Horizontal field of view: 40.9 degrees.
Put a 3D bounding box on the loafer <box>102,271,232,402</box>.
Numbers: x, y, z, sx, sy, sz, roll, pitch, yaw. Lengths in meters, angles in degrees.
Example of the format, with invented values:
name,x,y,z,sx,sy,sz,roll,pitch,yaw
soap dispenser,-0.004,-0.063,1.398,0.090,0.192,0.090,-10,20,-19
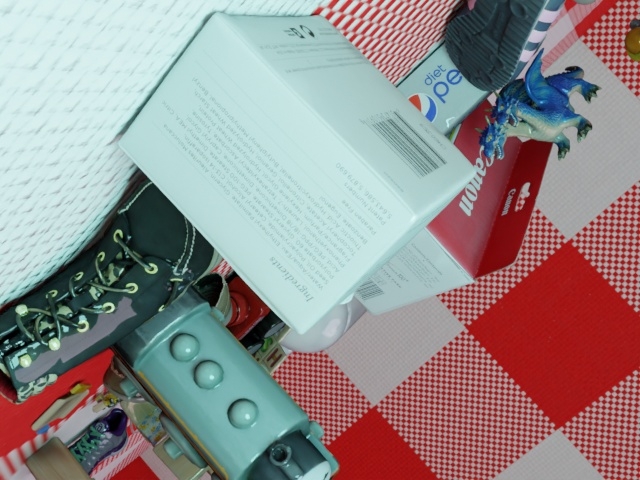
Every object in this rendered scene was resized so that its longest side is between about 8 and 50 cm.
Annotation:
name,x,y,z,sx,sy,sz,roll,pitch,yaw
loafer,-0.206,0.121,1.175,0.251,0.094,0.087,-50,158,-49

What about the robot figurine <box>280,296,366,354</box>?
name,x,y,z,sx,sy,sz,roll,pitch,yaw
robot figurine,-0.005,0.121,1.880,0.353,0.200,0.300,-35,154,-61

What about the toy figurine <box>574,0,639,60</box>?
name,x,y,z,sx,sy,sz,roll,pitch,yaw
toy figurine,0.545,-0.435,1.446,0.148,0.209,0.213,-35,172,-14

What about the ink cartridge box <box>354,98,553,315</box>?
name,x,y,z,sx,sy,sz,roll,pitch,yaw
ink cartridge box,0.180,-0.070,1.269,0.272,0.130,0.309,-24,-150,44

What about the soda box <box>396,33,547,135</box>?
name,x,y,z,sx,sy,sz,roll,pitch,yaw
soda box,0.173,-0.207,1.190,0.286,0.091,0.098,-43,175,4

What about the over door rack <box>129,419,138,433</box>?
name,x,y,z,sx,sy,sz,roll,pitch,yaw
over door rack,-0.282,0.299,1.933,0.324,0.108,0.239,-24,166,-26

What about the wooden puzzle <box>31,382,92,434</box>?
name,x,y,z,sx,sy,sz,roll,pitch,yaw
wooden puzzle,-0.370,0.238,1.222,0.116,0.014,0.078,-43,170,7

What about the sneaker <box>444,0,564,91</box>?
name,x,y,z,sx,sy,sz,roll,pitch,yaw
sneaker,0.239,-0.279,0.992,0.131,0.112,0.319,-42,175,-13

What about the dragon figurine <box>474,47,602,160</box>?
name,x,y,z,sx,sy,sz,roll,pitch,yaw
dragon figurine,0.308,-0.208,1.210,0.085,0.144,0.289,-50,-169,51

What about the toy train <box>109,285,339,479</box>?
name,x,y,z,sx,sy,sz,roll,pitch,yaw
toy train,-0.112,0.158,0.881,0.142,0.334,0.190,-38,159,-16

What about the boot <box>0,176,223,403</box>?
name,x,y,z,sx,sy,sz,roll,pitch,yaw
boot,-0.176,0.040,0.677,0.178,0.085,0.236,-36,174,-32

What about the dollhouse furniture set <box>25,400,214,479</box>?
name,x,y,z,sx,sy,sz,roll,pitch,yaw
dollhouse furniture set,-0.263,0.369,1.512,0.394,0.362,0.256,-40,134,-19

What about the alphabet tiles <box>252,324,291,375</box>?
name,x,y,z,sx,sy,sz,roll,pitch,yaw
alphabet tiles,-0.142,0.186,1.543,0.198,0.009,0.237,-49,-144,5

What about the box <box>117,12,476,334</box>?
name,x,y,z,sx,sy,sz,roll,pitch,yaw
box,-0.007,-0.058,0.608,0.119,0.182,0.181,-47,174,24

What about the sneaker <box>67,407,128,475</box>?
name,x,y,z,sx,sy,sz,roll,pitch,yaw
sneaker,-0.454,0.396,1.652,0.224,0.083,0.098,-38,150,-57

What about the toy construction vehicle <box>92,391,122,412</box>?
name,x,y,z,sx,sy,sz,roll,pitch,yaw
toy construction vehicle,-0.346,0.255,1.455,0.086,0.035,0.098,-32,174,12

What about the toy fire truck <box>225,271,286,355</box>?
name,x,y,z,sx,sy,sz,roll,pitch,yaw
toy fire truck,-0.188,0.169,1.382,0.217,0.158,0.246,-44,163,22
